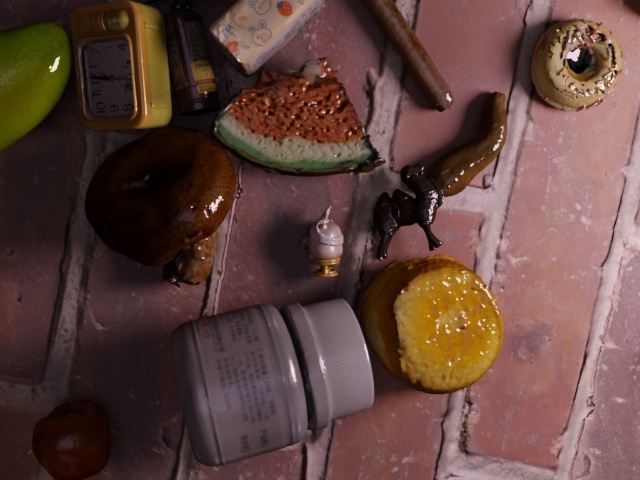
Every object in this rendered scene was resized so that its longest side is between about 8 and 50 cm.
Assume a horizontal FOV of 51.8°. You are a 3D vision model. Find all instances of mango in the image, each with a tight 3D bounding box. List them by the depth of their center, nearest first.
[{"bbox_3d":[-0.560,-0.247,1.089,0.343,0.156,0.192,-34,107,-5],"label":"mango"}]

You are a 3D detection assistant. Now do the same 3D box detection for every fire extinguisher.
[{"bbox_3d":[-0.250,-0.342,1.139,0.106,0.075,0.252,-13,97,-12],"label":"fire extinguisher"}]

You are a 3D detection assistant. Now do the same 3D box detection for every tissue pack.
[{"bbox_3d":[-0.088,-0.378,1.115,0.196,0.148,0.092,-45,94,1],"label":"tissue pack"}]

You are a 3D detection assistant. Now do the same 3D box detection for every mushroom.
[{"bbox_3d":[-0.260,-0.071,1.116,0.267,0.254,0.267,0,76,2],"label":"mushroom"}]

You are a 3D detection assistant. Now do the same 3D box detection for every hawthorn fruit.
[{"bbox_3d":[-0.439,0.361,1.170,0.132,0.133,0.138,-18,105,-2],"label":"hawthorn fruit"}]

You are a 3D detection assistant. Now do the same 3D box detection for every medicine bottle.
[{"bbox_3d":[-0.084,0.229,1.126,0.306,0.245,0.245,-12,96,-12],"label":"medicine bottle"}]

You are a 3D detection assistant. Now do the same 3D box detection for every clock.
[{"bbox_3d":[-0.333,-0.288,1.107,0.143,0.096,0.202,1,101,20],"label":"clock"}]

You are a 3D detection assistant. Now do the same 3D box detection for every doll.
[{"bbox_3d":[0.158,-0.053,1.198,0.139,0.057,0.165,-9,88,23],"label":"doll"},{"bbox_3d":[0.000,0.000,1.202,0.084,0.073,0.127,4,99,27],"label":"doll"}]

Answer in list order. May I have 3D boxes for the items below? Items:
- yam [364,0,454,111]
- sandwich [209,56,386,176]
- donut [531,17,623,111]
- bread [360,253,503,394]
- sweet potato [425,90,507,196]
[{"bbox_3d":[0.160,-0.347,1.188,0.046,0.046,0.264,-36,97,0],"label":"yam"},{"bbox_3d":[-0.048,-0.206,1.160,0.292,0.109,0.212,-8,90,-6],"label":"sandwich"},{"bbox_3d":[0.471,-0.321,1.204,0.174,0.068,0.175,0,96,-3],"label":"donut"},{"bbox_3d":[0.209,0.151,1.193,0.268,0.145,0.269,-1,95,-9],"label":"bread"},{"bbox_3d":[0.281,-0.167,1.210,0.081,0.062,0.233,40,89,-6],"label":"sweet potato"}]
